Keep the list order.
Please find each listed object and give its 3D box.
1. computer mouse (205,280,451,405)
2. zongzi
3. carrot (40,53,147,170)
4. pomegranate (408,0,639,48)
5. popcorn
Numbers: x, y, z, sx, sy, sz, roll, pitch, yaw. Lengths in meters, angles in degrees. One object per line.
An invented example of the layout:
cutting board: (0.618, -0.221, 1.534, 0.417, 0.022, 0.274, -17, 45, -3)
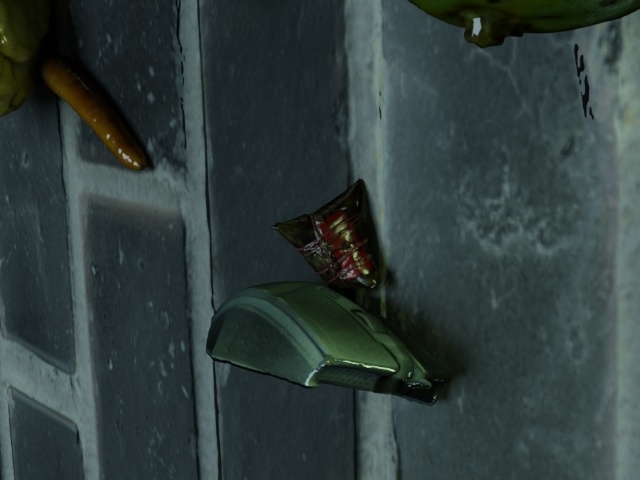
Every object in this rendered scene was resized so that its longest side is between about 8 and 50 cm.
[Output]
computer mouse: (0.001, 0.068, 0.925, 0.231, 0.126, 0.071, 9, 86, 56)
zongzi: (0.000, 0.000, 0.941, 0.067, 0.073, 0.083, -179, 81, -73)
carrot: (-0.221, -0.125, 1.243, 0.190, 0.037, 0.037, 47, 133, 35)
pomegranate: (0.109, -0.223, 0.640, 0.211, 0.211, 0.263, 7, 79, 53)
popcorn: (-0.378, -0.233, 1.303, 0.250, 0.190, 0.250, -31, 55, 57)
